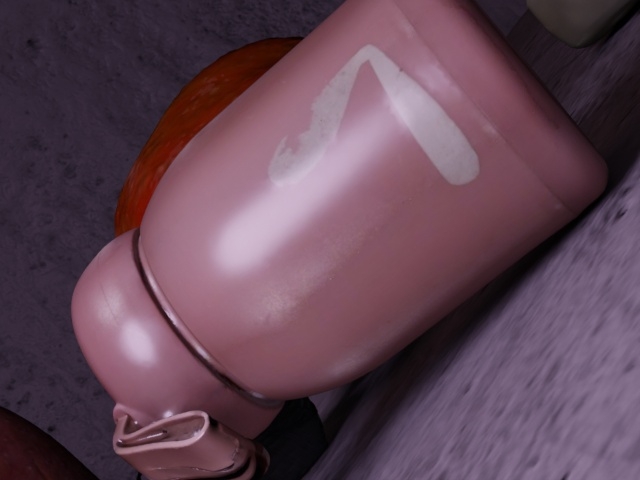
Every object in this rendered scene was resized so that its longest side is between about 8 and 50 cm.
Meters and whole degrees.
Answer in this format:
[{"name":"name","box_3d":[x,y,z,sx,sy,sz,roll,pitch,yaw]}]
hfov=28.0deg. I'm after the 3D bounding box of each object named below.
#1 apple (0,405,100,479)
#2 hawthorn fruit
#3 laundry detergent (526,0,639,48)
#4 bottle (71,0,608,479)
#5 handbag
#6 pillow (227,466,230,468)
[{"name":"apple","box_3d":[-0.290,0.273,1.049,0.306,0.305,0.235,-50,10,46]},{"name":"hawthorn fruit","box_3d":[-0.052,-0.006,1.027,0.330,0.287,0.287,-37,-5,-24]},{"name":"laundry detergent","box_3d":[0.292,-0.288,1.124,0.181,0.091,0.253,-46,-3,-38]},{"name":"bottle","box_3d":[0.000,0.000,0.712,0.297,0.173,0.206,-38,34,12]},{"name":"handbag","box_3d":[-0.105,0.187,0.903,0.270,0.088,0.175,-51,-17,11]},{"name":"pillow","box_3d":[-0.173,0.286,0.699,0.312,0.119,0.310,-54,-5,33]}]
